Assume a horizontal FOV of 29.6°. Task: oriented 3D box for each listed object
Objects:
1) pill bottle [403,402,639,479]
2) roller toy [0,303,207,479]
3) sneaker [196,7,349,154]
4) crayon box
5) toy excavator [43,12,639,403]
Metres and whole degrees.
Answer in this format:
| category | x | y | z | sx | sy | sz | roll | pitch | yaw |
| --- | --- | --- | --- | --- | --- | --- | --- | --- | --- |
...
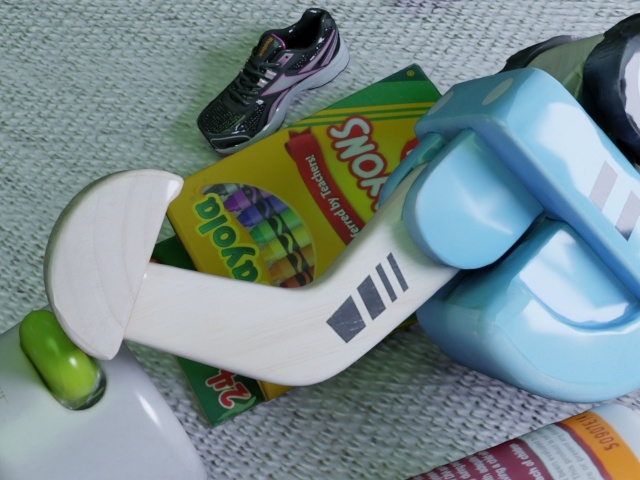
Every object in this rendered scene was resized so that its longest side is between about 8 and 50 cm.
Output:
| category | x | y | z | sx | sy | sz | roll | pitch | yaw |
| --- | --- | --- | --- | --- | --- | --- | --- | --- | --- |
| pill bottle | 0.061 | 0.275 | 0.795 | 0.392 | 0.224 | 0.224 | -20 | 58 | -4 |
| roller toy | -0.191 | 0.154 | 0.924 | 0.146 | 0.191 | 0.209 | -34 | 99 | -14 |
| sneaker | -0.052 | -0.162 | 1.160 | 0.072 | 0.077 | 0.178 | 36 | 71 | 27 |
| crayon box | 0.000 | 0.000 | 1.053 | 0.318 | 0.081 | 0.202 | -28 | 60 | -8 |
| toy excavator | 0.094 | 0.012 | 0.861 | 0.433 | 0.222 | 0.445 | 45 | 80 | -13 |
